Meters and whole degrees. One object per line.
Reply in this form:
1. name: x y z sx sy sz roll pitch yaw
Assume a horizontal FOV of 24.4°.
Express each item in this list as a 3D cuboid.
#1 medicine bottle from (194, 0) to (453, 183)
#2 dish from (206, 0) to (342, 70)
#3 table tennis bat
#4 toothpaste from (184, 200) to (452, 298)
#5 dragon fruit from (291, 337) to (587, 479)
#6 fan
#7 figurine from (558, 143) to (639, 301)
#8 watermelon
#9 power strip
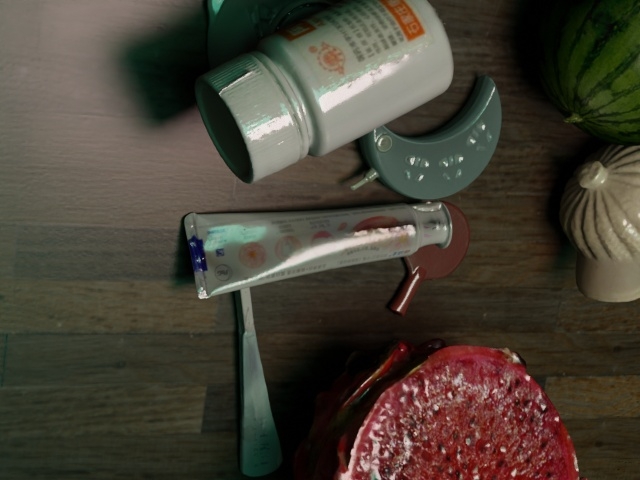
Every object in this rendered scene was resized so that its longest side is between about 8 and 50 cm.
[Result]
1. medicine bottle: 0.004 -0.167 1.562 0.252 0.144 0.144 -31 117 -18
2. dish: -0.014 -0.231 1.663 0.224 0.078 0.246 42 83 -29
3. table tennis bat: 0.132 0.024 1.850 0.098 0.019 0.154 32 86 -30
4. toothpaste: 0.000 0.000 1.743 0.323 0.066 0.100 -7 82 -23
5. dragon fruit: 0.122 0.304 1.801 0.386 0.249 0.371 12 83 -34
6. fan: -0.080 0.155 1.774 0.057 0.023 0.282 -11 111 -21
7. figurine: 0.452 -0.033 1.932 0.332 0.185 0.204 -6 75 -45
8. watermelon: 0.381 -0.232 1.782 0.242 0.242 0.242 -8 108 -26
9. power strip: 0.125 -0.114 1.790 0.216 0.044 0.137 -19 113 -23
